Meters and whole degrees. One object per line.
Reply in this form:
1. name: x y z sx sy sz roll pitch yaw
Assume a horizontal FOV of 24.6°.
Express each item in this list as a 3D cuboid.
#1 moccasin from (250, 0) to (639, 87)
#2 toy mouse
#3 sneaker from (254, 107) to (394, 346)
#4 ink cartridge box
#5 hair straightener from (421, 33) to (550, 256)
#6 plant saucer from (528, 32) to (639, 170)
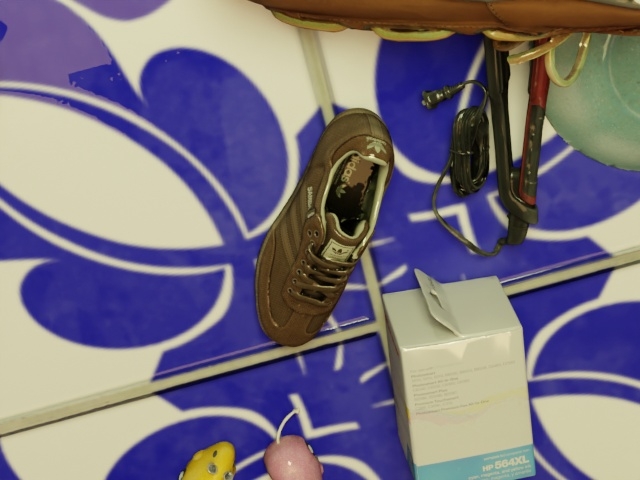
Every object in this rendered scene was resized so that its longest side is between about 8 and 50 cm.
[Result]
1. moccasin: 0.124 -0.175 0.899 0.380 0.147 0.139 -4 78 13
2. toy mouse: -0.039 0.207 1.138 0.143 0.031 0.161 35 105 -19
3. sneaker: 0.000 0.000 1.031 0.066 0.071 0.188 14 111 -13
4. ink cartridge box: 0.100 0.097 1.074 0.090 0.092 0.143 -9 115 -3
5. hair straightener: 0.116 -0.091 1.031 0.089 0.047 0.230 7 120 14
6. plant saucer: 0.244 -0.133 1.023 0.195 0.037 0.195 -3 114 -6
